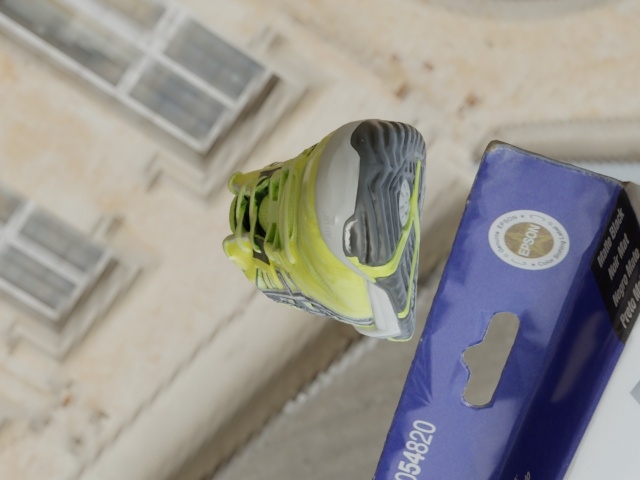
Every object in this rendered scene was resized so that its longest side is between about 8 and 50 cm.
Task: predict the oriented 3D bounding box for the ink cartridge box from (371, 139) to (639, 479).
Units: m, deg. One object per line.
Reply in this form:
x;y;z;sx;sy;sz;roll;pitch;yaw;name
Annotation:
0.143;0.078;0.742;0.223;0.224;0.045;104;-1;-45;ink cartridge box

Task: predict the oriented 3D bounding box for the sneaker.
0.000;0.000;1.398;0.384;0.147;0.145;86;10;-80;sneaker
